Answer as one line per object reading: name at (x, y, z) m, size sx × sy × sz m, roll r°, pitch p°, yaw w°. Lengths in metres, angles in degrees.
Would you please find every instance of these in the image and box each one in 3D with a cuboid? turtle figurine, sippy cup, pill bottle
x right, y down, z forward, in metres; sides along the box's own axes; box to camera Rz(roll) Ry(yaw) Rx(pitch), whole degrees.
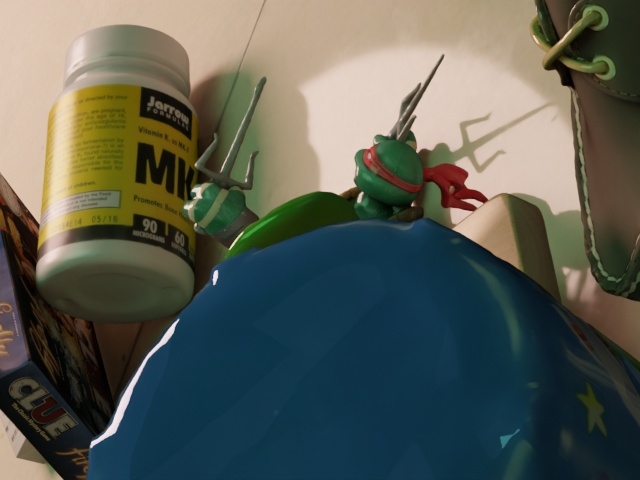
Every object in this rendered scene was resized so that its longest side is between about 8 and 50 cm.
turtle figurine at (0.000, 0.000, 0.910) m, size 0.118 × 0.175 × 0.234 m, roll 52°, pitch 127°, yaw 33°
sippy cup at (0.045, 0.113, 0.538) m, size 0.305 × 0.224 × 0.240 m, roll 16°, pitch 70°, yaw 41°
pill bottle at (-0.152, -0.052, 1.177) m, size 0.119 × 0.119 × 0.209 m, roll -31°, pitch 50°, yaw 45°

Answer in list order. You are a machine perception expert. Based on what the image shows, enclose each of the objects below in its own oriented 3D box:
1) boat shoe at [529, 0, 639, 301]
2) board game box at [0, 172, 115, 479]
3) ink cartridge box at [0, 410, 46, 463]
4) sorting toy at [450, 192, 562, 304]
boat shoe at (0.145, -0.125, 0.716) m, size 0.116 × 0.096 × 0.324 m, roll -151°, pitch 61°, yaw -65°
board game box at (-0.218, 0.066, 1.181) m, size 0.042 × 0.165 × 0.243 m, roll -27°, pitch 44°, yaw 2°
ink cartridge box at (-0.245, 0.144, 1.301) m, size 0.048 × 0.028 × 0.083 m, roll -61°, pitch 34°, yaw 16°
sorting toy at (0.062, 0.153, 0.786) m, size 0.257 × 0.089 × 0.255 m, roll -40°, pitch 44°, yaw 40°
